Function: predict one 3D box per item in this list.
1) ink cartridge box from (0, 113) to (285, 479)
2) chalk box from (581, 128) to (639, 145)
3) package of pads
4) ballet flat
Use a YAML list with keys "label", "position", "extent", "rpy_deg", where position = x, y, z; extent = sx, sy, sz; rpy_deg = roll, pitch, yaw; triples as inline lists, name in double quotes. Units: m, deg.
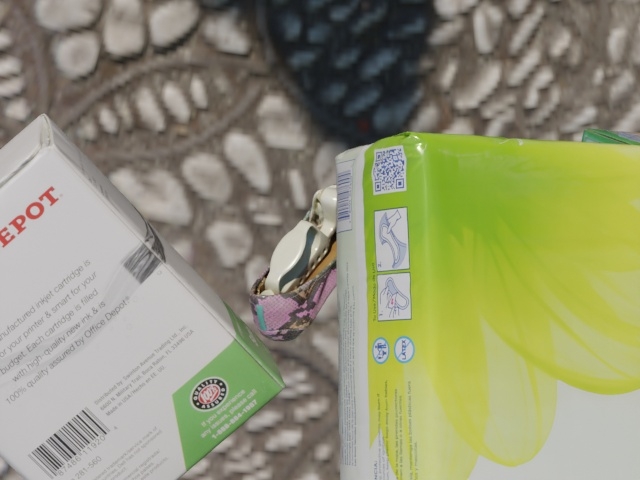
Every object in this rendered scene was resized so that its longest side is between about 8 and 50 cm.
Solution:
- label: "ink cartridge box"
  position: [-0.155, 0.054, 1.195]
  extent: [0.160, 0.092, 0.219]
  rpy_deg: [-40, 110, 4]
- label: "chalk box"
  position: [0.288, -0.018, 1.606]
  extent: [0.213, 0.132, 0.132]
  rpy_deg: [3, 103, -25]
- label: "package of pads"
  position: [0.148, 0.066, 1.025]
  extent: [0.297, 0.101, 0.229]
  rpy_deg: [2, 84, -29]
- label: "ballet flat"
  position: [0.000, 0.000, 1.870]
  extent: [0.077, 0.221, 0.079]
  rpy_deg: [17, 144, 28]
